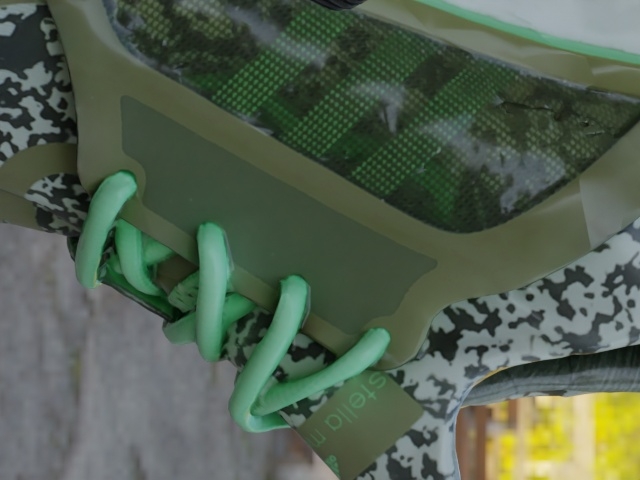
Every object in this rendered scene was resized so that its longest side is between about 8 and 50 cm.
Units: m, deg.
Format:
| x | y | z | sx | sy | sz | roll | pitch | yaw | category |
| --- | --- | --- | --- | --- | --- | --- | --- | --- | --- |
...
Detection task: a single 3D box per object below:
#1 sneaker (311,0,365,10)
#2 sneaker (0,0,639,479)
| x | y | z | sx | sy | sz | roll | pitch | yaw | category |
| --- | --- | --- | --- | --- | --- | --- | --- | --- | --- |
| 0.011 | -0.132 | 0.313 | 0.146 | 0.122 | 0.330 | -54 | -169 | -8 | sneaker |
| 0.000 | 0.000 | 0.597 | 0.158 | 0.410 | 0.182 | 107 | -16 | -75 | sneaker |
